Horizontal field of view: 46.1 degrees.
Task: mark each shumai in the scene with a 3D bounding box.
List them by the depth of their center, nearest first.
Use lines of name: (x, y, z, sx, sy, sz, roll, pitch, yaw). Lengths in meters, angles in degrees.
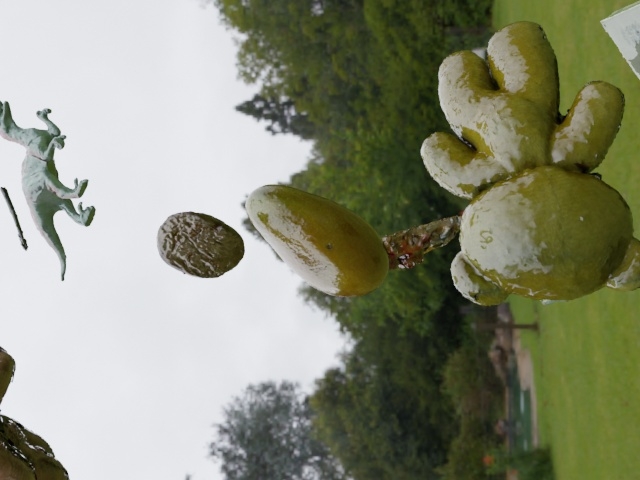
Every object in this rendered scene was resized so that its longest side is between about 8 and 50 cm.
shumai: (-0.208, -0.004, 1.280, 0.105, 0.139, 0.123, 58, 138, 50)

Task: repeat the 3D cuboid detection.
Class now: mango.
mango: (0.000, 0.000, 1.010, 0.227, 0.136, 0.099, 36, -125, -26)

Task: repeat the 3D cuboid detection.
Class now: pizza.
pizza: (0.123, 0.023, 1.231, 0.201, 0.193, 0.053, -33, 71, 52)

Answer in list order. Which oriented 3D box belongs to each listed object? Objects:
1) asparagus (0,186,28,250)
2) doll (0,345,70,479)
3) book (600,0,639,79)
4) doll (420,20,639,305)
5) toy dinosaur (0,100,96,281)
asparagus: (-0.560, -0.038, 1.380, 0.013, 0.016, 0.166, -53, -24, -38)
doll: (-0.407, 0.219, 0.937, 0.156, 0.201, 0.303, -56, -36, -12)
book: (0.439, -0.188, 0.793, 0.215, 0.025, 0.282, 52, 172, -7)
doll: (0.142, -0.052, 0.519, 0.097, 0.137, 0.209, 50, -149, -60)
toy dinosaur: (-0.393, -0.067, 1.064, 0.053, 0.167, 0.242, -40, -40, -65)
